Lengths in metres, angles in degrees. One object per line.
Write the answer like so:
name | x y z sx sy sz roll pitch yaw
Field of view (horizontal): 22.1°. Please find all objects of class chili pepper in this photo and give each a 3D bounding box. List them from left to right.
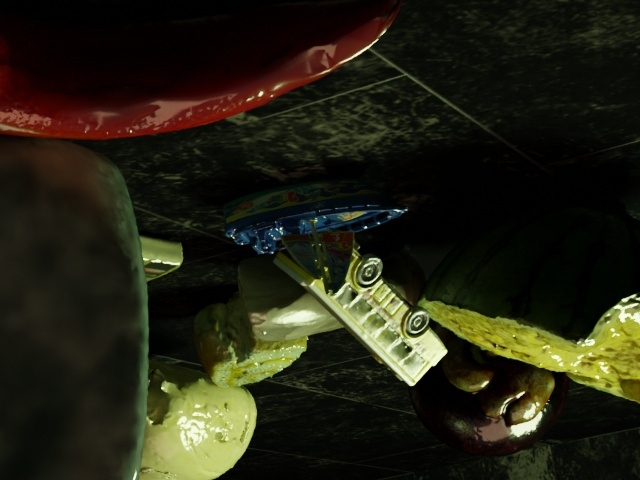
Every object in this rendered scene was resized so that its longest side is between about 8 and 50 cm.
chili pepper | -0.135 -0.128 1.096 0.369 0.092 0.137 -8 146 -25

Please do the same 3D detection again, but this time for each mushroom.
mushroom | 0.002 0.057 1.774 0.247 0.096 0.108 -3 163 -36

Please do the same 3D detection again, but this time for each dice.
dice | -0.321 0.093 1.208 0.331 0.327 0.348 3 174 -19

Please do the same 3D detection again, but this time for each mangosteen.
mangosteen | 0.217 0.163 2.092 0.211 0.211 0.250 -8 153 -1

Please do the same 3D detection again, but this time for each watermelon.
watermelon | 0.283 0.057 1.720 0.331 0.189 0.331 28 173 4

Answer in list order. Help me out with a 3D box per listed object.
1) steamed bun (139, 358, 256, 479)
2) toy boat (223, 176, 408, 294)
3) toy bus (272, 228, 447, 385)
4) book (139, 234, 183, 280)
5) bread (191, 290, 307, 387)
steamed bun | -0.214 0.233 2.049 0.232 0.166 0.273 13 176 22
toy boat | 0.000 0.000 1.539 0.175 0.110 0.091 -13 164 11
toy bus | 0.045 0.060 1.685 0.074 0.081 0.226 -47 134 -3
book | -0.344 0.047 1.670 0.352 0.035 0.239 -20 159 38
bread | -0.105 0.116 1.912 0.156 0.103 0.110 -28 161 36
